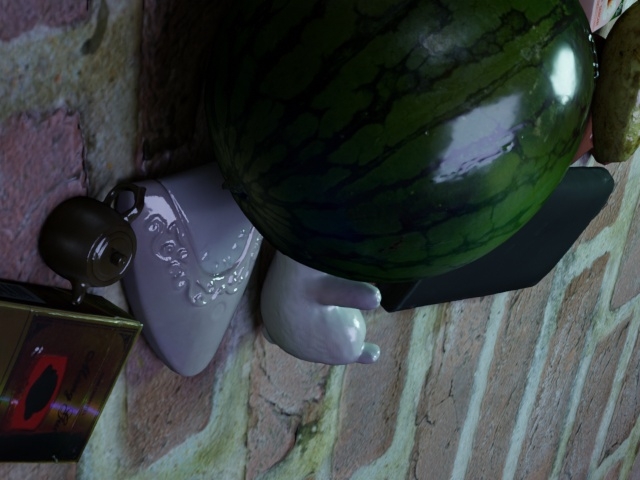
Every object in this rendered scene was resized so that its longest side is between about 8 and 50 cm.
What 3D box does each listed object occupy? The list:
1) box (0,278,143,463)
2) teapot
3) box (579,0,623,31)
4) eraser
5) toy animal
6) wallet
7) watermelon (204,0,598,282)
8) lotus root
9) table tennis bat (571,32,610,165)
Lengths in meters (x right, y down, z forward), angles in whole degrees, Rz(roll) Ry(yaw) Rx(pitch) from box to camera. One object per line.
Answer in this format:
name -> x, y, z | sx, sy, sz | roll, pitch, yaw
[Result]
box -> -0.278, 0.115, 1.089 | 0.240, 0.071, 0.159 | 17, 98, -58
teapot -> -0.193, 0.000, 1.116 | 0.121, 0.068, 0.076 | -56, 148, -12
box -> 0.372, -0.349, 1.689 | 0.089, 0.043, 0.125 | -35, 141, -37
eraser -> -0.116, 0.032, 1.264 | 0.204, 0.059, 0.243 | -24, 129, -45
toy animal -> 0.013, 0.007, 1.354 | 0.140, 0.138, 0.282 | -87, -174, -53
wallet -> 0.248, -0.010, 1.732 | 0.406, 0.062, 0.228 | -3, 135, -54
watermelon -> 0.065, -0.131, 1.137 | 0.363, 0.363, 0.363 | -36, 141, -36
lotus root -> 0.433, -0.226, 1.769 | 0.110, 0.097, 0.258 | -64, 168, -72
table tennis bat -> 0.381, -0.183, 1.842 | 0.200, 0.038, 0.310 | -59, 149, -3
